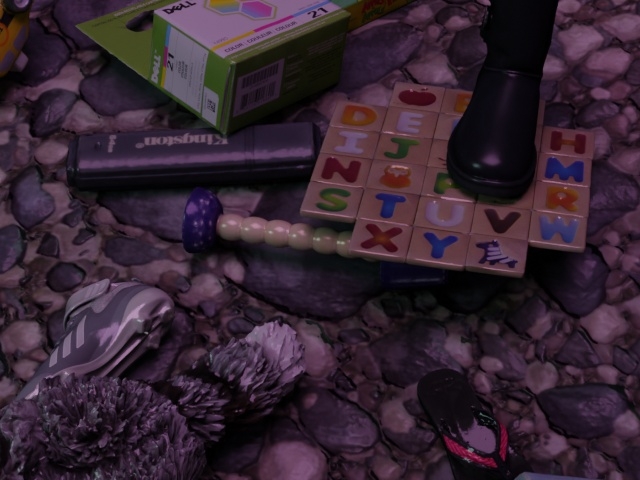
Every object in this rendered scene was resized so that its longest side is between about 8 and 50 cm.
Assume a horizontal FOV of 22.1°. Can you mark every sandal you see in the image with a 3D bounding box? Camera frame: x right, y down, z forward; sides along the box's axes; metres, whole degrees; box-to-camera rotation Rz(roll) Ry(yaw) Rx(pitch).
[{"bbox_3d":[0.143,0.184,1.530,0.067,0.040,0.179,-22,52,-15],"label":"sandal"}]

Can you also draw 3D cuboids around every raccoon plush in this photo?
[{"bbox_3d":[-0.120,0.252,1.393,0.446,0.216,0.299,-31,63,-22],"label":"raccoon plush"}]

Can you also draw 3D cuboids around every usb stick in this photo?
[{"bbox_3d":[-0.135,-0.091,1.772,0.278,0.045,0.077,-3,48,1],"label":"usb stick"}]

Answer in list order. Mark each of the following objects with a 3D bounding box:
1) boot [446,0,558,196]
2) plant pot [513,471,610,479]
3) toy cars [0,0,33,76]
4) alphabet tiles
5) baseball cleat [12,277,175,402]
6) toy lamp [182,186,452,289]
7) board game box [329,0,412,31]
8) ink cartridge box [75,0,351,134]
[{"bbox_3d":[0.192,-0.188,1.683,0.094,0.207,0.246,9,36,8],"label":"boot"},{"bbox_3d":[0.256,0.337,1.264,0.252,0.248,0.247,1,55,-16],"label":"plant pot"},{"bbox_3d":[-0.400,-0.298,1.929,0.176,0.087,0.394,-29,46,14],"label":"toy cars"},{"bbox_3d":[0.139,-0.072,1.701,0.285,0.011,0.342,8,35,7],"label":"alphabet tiles"},{"bbox_3d":[-0.237,0.113,1.602,0.206,0.072,0.109,-38,42,-28],"label":"baseball cleat"},{"bbox_3d":[0.000,0.000,1.671,0.274,0.080,0.080,10,51,13],"label":"toy lamp"},{"bbox_3d":[0.047,-0.307,1.946,0.181,0.043,0.092,-27,54,-19],"label":"board game box"},{"bbox_3d":[-0.125,-0.244,1.840,0.255,0.097,0.189,35,44,28],"label":"ink cartridge box"}]
